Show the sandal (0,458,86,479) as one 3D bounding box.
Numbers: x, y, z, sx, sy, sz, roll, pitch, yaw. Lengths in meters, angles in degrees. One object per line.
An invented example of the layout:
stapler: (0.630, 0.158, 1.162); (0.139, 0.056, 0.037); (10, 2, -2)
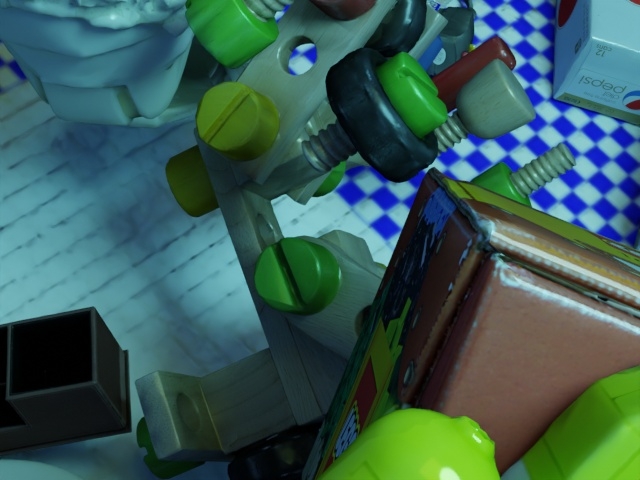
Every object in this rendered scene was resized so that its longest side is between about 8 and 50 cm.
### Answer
sandal: (-0.193, 0.254, 0.542); (0.169, 0.102, 0.416); (11, 39, 6)

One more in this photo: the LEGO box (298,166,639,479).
LEGO box: (0.202, 0.242, 0.499); (0.500, 0.373, 0.193); (23, 8, -3)

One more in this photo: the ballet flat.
ballet flat: (-0.086, -0.120, 0.700); (0.147, 0.147, 0.409); (32, 10, 5)

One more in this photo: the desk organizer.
desk organizer: (-0.162, 0.073, 0.675); (0.130, 0.050, 0.047); (-11, 56, 6)

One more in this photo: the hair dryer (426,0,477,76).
hair dryer: (0.079, -0.261, 1.008); (0.223, 0.080, 0.293); (35, 52, 8)

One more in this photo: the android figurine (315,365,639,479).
android figurine: (0.086, 0.146, 0.361); (0.248, 0.273, 0.056); (45, 8, -5)

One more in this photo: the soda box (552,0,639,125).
soda box: (0.216, -0.190, 1.012); (0.073, 0.069, 0.216); (15, 52, -8)

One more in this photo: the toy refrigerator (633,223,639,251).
toy refrigerator: (0.296, -0.085, 0.952); (0.102, 0.094, 0.270); (21, 51, 5)

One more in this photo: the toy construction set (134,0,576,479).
toy construction set: (0.000, 0.000, 0.729); (0.257, 0.237, 0.309); (55, 19, -6)
